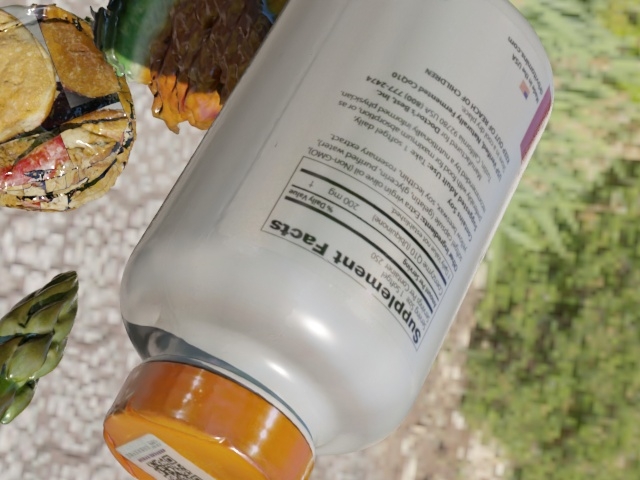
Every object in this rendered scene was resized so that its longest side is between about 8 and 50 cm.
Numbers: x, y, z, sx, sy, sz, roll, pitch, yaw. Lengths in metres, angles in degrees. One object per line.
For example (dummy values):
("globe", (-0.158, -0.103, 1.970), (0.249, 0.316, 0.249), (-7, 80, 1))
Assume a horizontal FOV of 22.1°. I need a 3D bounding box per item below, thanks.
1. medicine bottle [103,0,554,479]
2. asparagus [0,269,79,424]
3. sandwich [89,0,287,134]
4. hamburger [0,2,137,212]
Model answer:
("medicine bottle", (0.000, 0.000, 0.825), (0.289, 0.157, 0.157), (-61, 150, -30))
("asparagus", (-0.300, 0.128, 1.544), (0.287, 0.080, 0.080), (-60, 149, -41))
("sandwich", (-0.008, -0.136, 1.206), (0.162, 0.301, 0.250), (-31, 169, -35))
("hamburger", (-0.295, -0.133, 1.642), (0.107, 0.231, 0.231), (99, 7, -67))
